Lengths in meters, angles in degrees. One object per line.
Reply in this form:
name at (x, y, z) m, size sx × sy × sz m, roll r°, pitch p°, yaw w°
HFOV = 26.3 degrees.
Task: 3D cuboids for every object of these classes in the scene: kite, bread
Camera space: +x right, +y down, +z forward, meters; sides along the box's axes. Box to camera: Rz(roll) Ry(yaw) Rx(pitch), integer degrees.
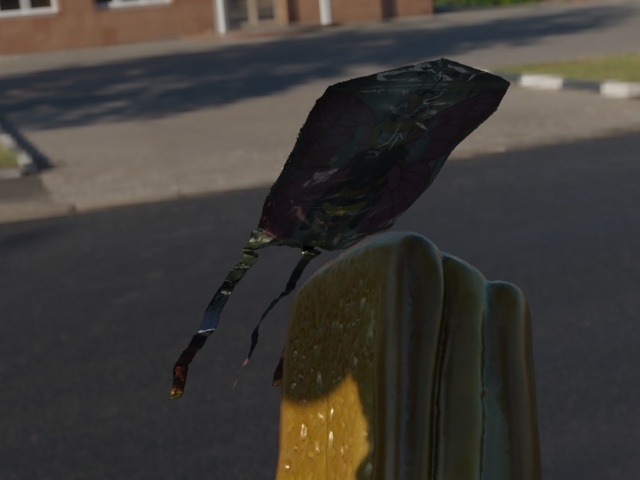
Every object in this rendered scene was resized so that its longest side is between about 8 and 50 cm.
kite at (-0.002, -0.003, 1.030) m, size 0.204 × 0.360 × 0.022 m, roll -5°, pitch 50°, yaw -45°
bread at (0.030, 0.099, 0.492) m, size 0.077 × 0.200 × 0.116 m, roll 7°, pitch -18°, yaw -15°
